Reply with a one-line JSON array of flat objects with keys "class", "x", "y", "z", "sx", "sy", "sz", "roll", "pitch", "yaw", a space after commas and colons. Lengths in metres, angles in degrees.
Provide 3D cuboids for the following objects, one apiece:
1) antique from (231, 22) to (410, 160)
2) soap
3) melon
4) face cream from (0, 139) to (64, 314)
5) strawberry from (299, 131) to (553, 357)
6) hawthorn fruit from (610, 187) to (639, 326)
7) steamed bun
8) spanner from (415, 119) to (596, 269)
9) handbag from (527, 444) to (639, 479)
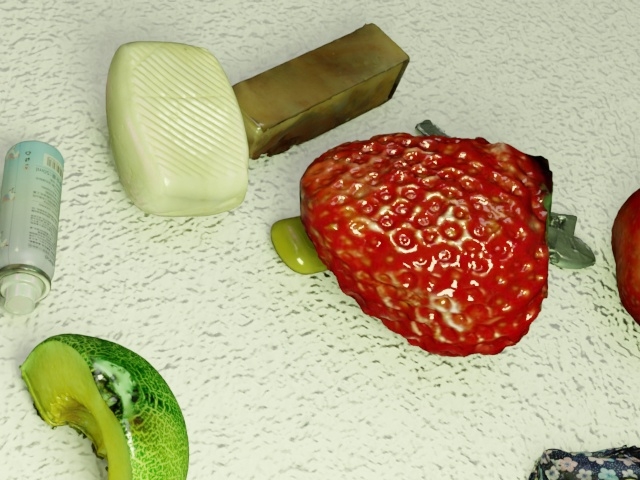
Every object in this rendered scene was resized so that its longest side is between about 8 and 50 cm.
[{"class": "antique", "x": -0.015, "y": -0.202, "z": 2.017, "sx": 0.310, "sy": 0.093, "sz": 0.087, "roll": -30, "pitch": 68, "yaw": -38}, {"class": "soap", "x": 0.000, "y": 0.001, "z": 1.887, "sx": 0.140, "sy": 0.045, "sz": 0.089, "roll": -14, "pitch": 56, "yaw": -33}, {"class": "melon", "x": -0.203, "y": 0.191, "z": 1.561, "sx": 0.129, "sy": 0.169, "sz": 0.265, "roll": -15, "pitch": 61, "yaw": -33}, {"class": "face cream", "x": -0.350, "y": -0.013, "z": 1.734, "sx": 0.075, "sy": 0.075, "sz": 0.229, "roll": 10, "pitch": 48, "yaw": -15}, {"class": "strawberry", "x": 0.136, "y": 0.002, "z": 1.804, "sx": 0.309, "sy": 0.292, "sz": 0.292, "roll": 0, "pitch": 49, "yaw": 6}, {"class": "hawthorn fruit", "x": 0.534, "y": 0.005, "z": 1.931, "sx": 0.265, "sy": 0.307, "sz": 0.265, "roll": 13, "pitch": 54, "yaw": -18}, {"class": "steamed bun", "x": -0.193, "y": -0.129, "z": 1.856, "sx": 0.170, "sy": 0.152, "sz": 0.239, "roll": -3, "pitch": 68, "yaw": -31}, {"class": "spanner", "x": 0.263, "y": -0.067, "z": 2.071, "sx": 0.325, "sy": 0.026, "sz": 0.093, "roll": 40, "pitch": 49, "yaw": 14}, {"class": "handbag", "x": 0.369, "y": 0.334, "z": 1.709, "sx": 0.207, "sy": 0.127, "sz": 0.229, "roll": -6, "pitch": 47, "yaw": -26}]
